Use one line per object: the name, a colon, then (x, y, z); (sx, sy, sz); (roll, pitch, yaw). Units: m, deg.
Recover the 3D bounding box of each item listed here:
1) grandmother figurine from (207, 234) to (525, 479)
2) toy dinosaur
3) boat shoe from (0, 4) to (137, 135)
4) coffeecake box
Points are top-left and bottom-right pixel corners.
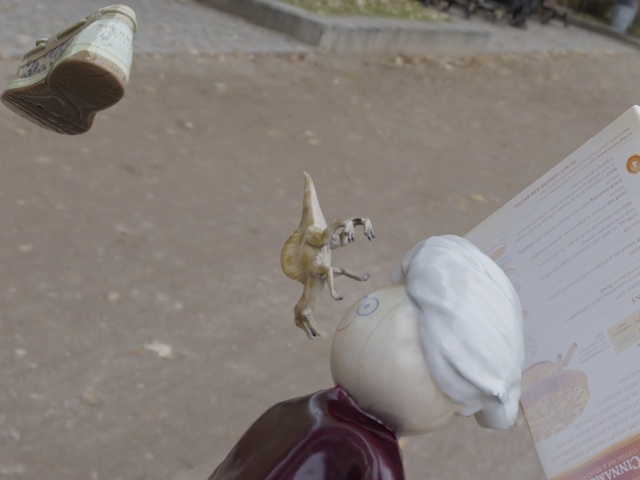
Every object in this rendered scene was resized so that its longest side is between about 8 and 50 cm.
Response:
grandmother figurine: (-0.031, 0.131, 0.494); (0.104, 0.342, 0.208); (50, -16, -23)
toy dinosaur: (0.000, 0.000, 1.117); (0.092, 0.183, 0.053); (-12, -24, 30)
boat shoe: (-0.286, -0.192, 1.332); (0.104, 0.089, 0.285); (30, -22, -30)
coffeecake box: (0.172, 0.045, 0.632); (0.068, 0.142, 0.186); (9, 54, -39)
